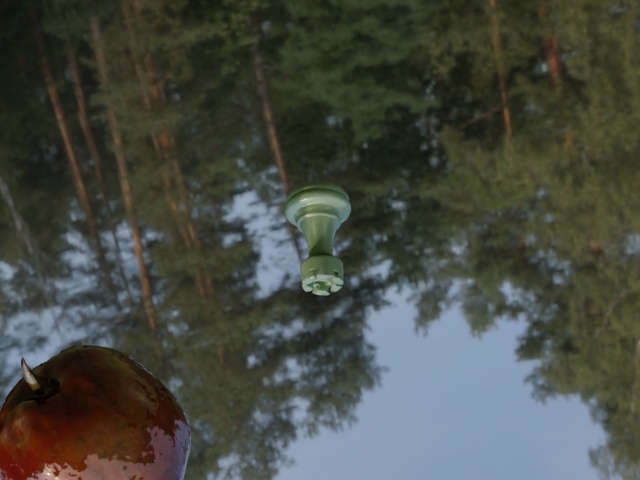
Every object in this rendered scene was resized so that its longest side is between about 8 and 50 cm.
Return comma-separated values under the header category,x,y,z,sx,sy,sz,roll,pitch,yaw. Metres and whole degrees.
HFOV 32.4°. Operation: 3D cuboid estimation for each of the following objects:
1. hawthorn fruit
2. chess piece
category,x,y,z,sx,sy,sz,roll,pitch,yaw
hawthorn fruit,-0.219,0.177,1.004,0.179,0.200,0.179,-22,-140,19
chess piece,0.000,0.000,1.097,0.067,0.067,0.103,-10,-121,8
